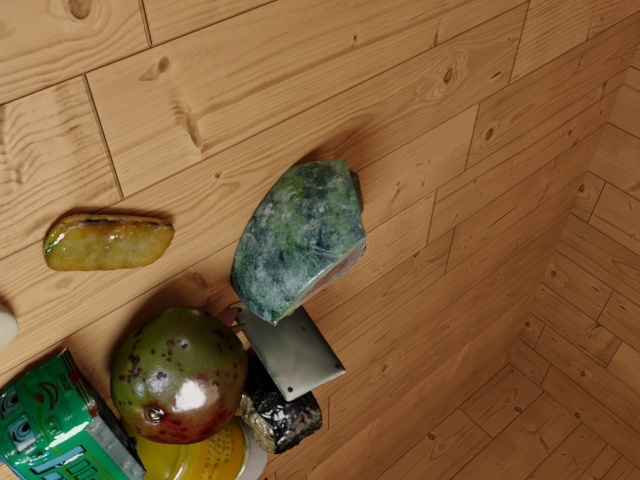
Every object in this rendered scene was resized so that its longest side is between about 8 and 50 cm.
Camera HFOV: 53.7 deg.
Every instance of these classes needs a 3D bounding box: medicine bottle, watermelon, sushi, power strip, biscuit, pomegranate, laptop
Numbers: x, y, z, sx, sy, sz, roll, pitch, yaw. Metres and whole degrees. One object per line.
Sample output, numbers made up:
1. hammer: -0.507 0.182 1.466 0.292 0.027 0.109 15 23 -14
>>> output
1. medicine bottle: -0.300 0.515 1.558 0.224 0.224 0.384 -50 148 2
2. watermelon: -0.017 0.005 1.393 0.387 0.228 0.258 -52 157 16
3. sushi: -0.123 0.396 1.576 0.171 0.350 0.210 -23 103 -16
4. power strip: 0.066 -0.102 1.532 0.076 0.028 0.168 -39 149 -15
5. biscuit: -0.366 0.004 1.114 0.247 0.029 0.118 1 130 -52
6. pomegranate: -0.279 0.243 1.300 0.290 0.291 0.323 84 12 -50
7. laptop: -0.078 0.233 1.493 0.188 0.269 0.015 -18 153 -40

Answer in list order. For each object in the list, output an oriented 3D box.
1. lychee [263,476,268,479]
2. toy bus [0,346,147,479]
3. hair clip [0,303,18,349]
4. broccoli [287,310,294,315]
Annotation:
1. lychee: -0.262 0.814 1.966 0.238 0.200 0.200 -25 143 -17
2. toy bus: -0.490 0.385 1.228 0.200 0.183 0.343 -30 143 -19
3. hair clip: -0.553 0.120 0.979 0.159 0.071 0.218 -51 153 -2
4. broccoli: -0.090 0.113 1.500 0.120 0.130 0.131 -141 -112 -87
